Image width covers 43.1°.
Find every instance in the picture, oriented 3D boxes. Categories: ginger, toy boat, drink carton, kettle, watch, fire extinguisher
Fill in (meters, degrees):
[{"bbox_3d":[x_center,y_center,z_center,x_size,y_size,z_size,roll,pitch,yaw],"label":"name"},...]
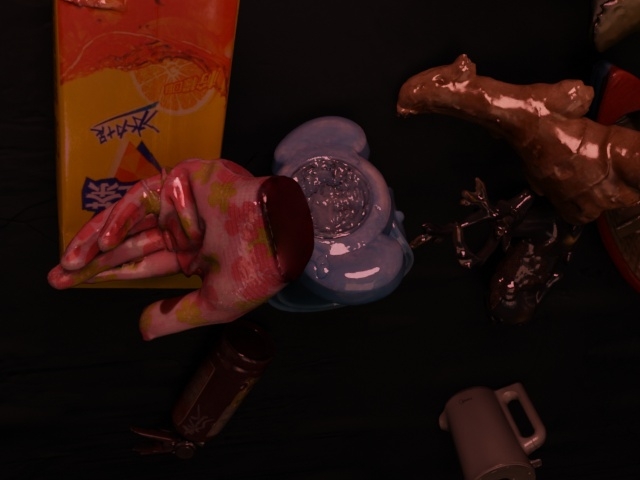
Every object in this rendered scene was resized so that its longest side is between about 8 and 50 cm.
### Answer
[{"bbox_3d":[0.242,-0.102,0.843,0.333,0.081,0.148,29,144,4],"label":"ginger"},{"bbox_3d":[0.380,-0.070,0.964,0.136,0.079,0.392,-28,130,11],"label":"toy boat"},{"bbox_3d":[-0.172,-0.116,0.770,0.154,0.111,0.351,1,129,-14],"label":"drink carton"},{"bbox_3d":[0.249,0.287,1.177,0.098,0.148,0.127,22,122,-26],"label":"kettle"},{"bbox_3d":[0.000,0.000,0.878,0.210,0.211,0.193,-12,153,-5],"label":"watch"},{"bbox_3d":[-0.162,0.204,1.065,0.106,0.075,0.252,34,119,-3],"label":"fire extinguisher"}]

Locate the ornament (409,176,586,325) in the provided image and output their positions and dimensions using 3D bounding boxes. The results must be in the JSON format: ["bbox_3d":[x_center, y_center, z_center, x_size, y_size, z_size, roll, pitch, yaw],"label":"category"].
[{"bbox_3d":[0.198,0.020,0.949,0.236,0.080,0.202,1,124,-44],"label":"ornament"}]

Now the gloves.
[{"bbox_3d":[-0.131,0.005,0.737,0.241,0.126,0.145,-3,139,30],"label":"gloves"}]

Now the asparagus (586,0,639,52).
[{"bbox_3d":[0.394,-0.324,0.736,0.381,0.129,0.108,-32,169,18],"label":"asparagus"}]
